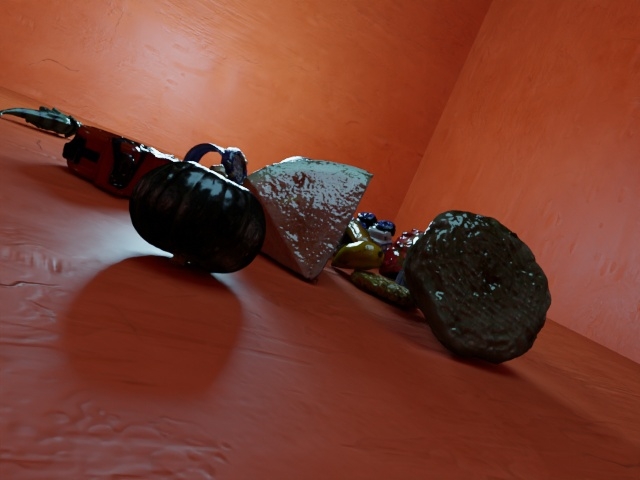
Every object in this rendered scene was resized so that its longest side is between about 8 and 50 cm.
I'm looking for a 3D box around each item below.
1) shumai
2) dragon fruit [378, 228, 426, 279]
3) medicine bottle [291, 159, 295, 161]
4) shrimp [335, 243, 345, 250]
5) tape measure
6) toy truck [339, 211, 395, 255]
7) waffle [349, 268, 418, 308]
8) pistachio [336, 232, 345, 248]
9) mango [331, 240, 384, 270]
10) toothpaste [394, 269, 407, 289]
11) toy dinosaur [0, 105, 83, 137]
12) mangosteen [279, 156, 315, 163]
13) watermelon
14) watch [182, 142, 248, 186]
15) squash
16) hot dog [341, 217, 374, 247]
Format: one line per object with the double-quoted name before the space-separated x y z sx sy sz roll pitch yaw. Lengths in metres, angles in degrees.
"shumai" 0.257 0.107 1.034 0.309 0.304 0.263 56 -28 -4
"dragon fruit" 0.259 0.054 1.517 0.189 0.162 0.261 -17 -10 0
"medicine bottle" -0.104 -0.136 1.595 0.074 0.218 0.074 24 5 -2
"shrimp" -0.001 0.001 1.456 0.190 0.074 0.073 19 13 -29
"tape measure" -0.438 -0.174 1.154 0.261 0.114 0.253 25 6 20
"toy truck" 0.143 0.000 1.778 0.177 0.161 0.213 -8 26 -38
"waffle" 0.161 0.116 1.223 0.191 0.038 0.191 21 4 -2
"pistachio" 0.006 -0.040 1.606 0.138 0.153 0.238 -20 15 -12
"mango" 0.091 0.043 1.277 0.101 0.066 0.187 11 -18 -28
"toothpaste" 0.301 0.142 1.401 0.272 0.066 0.053 18 8 -43
"toy dinosaur" -0.848 -0.376 1.594 0.120 0.079 0.292 26 10 41
"mangosteen" -0.082 -0.143 1.780 0.288 0.287 0.233 17 37 -48
"watermelon" -0.030 -0.063 1.115 0.283 0.250 0.293 14 7 -30
"watch" -0.357 -0.230 1.747 0.200 0.196 0.171 3 -8 11
"squash" -0.173 -0.033 0.738 0.193 0.156 0.193 44 -6 6
"hot dog" 0.109 -0.001 1.600 0.072 0.109 0.269 8 22 -13
